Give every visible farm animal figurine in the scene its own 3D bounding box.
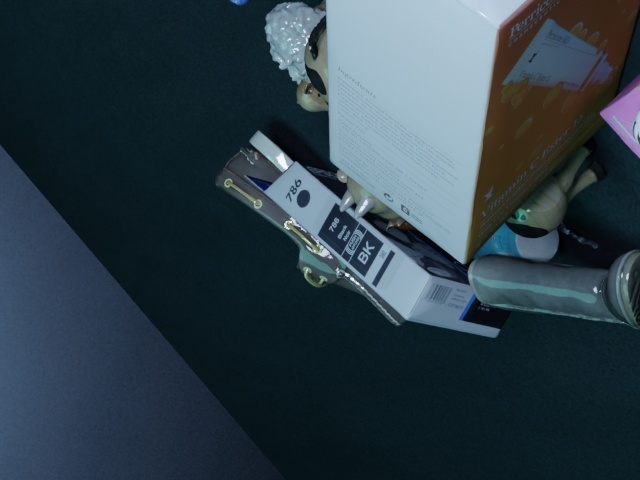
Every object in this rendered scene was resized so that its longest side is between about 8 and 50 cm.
[{"bbox_3d":[0.088,-0.105,1.476,0.327,0.172,0.330,54,159,-19],"label":"farm animal figurine"}]

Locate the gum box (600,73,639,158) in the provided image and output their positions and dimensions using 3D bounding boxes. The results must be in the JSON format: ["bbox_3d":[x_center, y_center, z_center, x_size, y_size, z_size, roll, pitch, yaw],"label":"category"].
[{"bbox_3d":[0.334,-0.070,1.209,0.188,0.062,0.107,47,160,-1],"label":"gum box"}]

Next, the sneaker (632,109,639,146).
[{"bbox_3d":[0.360,-0.097,1.087,0.229,0.086,0.132,17,111,2],"label":"sneaker"}]

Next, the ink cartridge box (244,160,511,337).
[{"bbox_3d":[0.066,-0.008,1.698,0.165,0.065,0.333,12,-160,-46],"label":"ink cartridge box"}]

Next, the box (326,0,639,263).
[{"bbox_3d":[0.135,-0.175,1.195,0.168,0.215,0.345,39,159,20],"label":"box"}]

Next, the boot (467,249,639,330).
[{"bbox_3d":[0.246,0.042,1.467,0.208,0.076,0.189,18,165,31],"label":"boot"}]

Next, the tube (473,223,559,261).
[{"bbox_3d":[0.194,-0.001,1.645,0.080,0.052,0.207,54,163,-13],"label":"tube"}]

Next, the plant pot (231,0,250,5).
[{"bbox_3d":[-0.063,-0.378,1.216,0.236,0.212,0.236,44,159,9],"label":"plant pot"}]

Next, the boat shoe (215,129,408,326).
[{"bbox_3d":[0.000,0.000,1.912,0.324,0.097,0.116,46,-178,6],"label":"boat shoe"}]
